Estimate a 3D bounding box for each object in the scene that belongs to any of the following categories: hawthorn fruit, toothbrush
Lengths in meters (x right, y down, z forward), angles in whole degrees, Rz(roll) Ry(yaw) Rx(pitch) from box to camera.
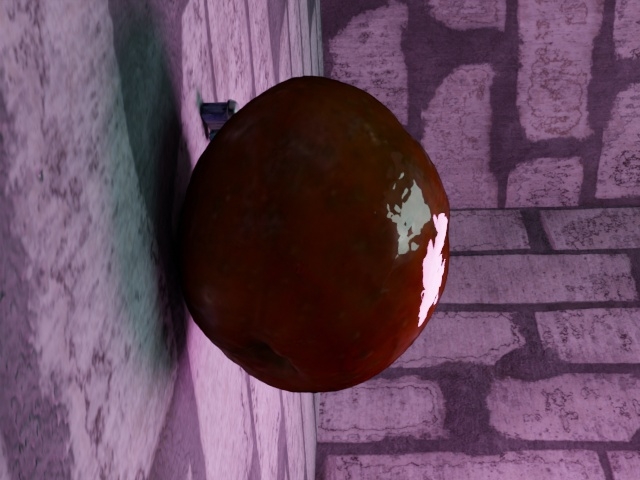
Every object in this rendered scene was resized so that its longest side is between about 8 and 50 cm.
[{"bbox_3d":[0.000,0.000,0.912,0.284,0.284,0.284,-1,90,-87],"label":"hawthorn fruit"},{"bbox_3d":[-0.092,-0.046,1.205,0.418,0.040,0.042,82,5,-64],"label":"toothbrush"}]
